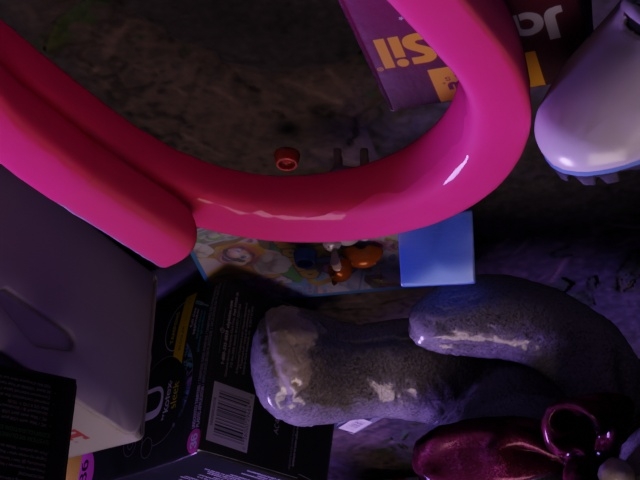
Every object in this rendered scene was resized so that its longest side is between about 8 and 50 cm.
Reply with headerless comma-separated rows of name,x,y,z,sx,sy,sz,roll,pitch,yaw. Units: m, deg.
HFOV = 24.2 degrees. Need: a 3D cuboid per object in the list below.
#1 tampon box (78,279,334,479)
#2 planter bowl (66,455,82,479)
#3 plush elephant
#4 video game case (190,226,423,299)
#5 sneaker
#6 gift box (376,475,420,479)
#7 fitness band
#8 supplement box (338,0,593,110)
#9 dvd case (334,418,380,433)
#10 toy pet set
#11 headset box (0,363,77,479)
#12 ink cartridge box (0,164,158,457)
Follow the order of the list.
tampon box,-0.076,0.114,1.007,0.101,0.120,0.161,23,149,-31
planter bowl,-0.148,0.191,1.151,0.217,0.090,0.217,-2,140,-2
plush elephant,0.159,0.150,0.858,0.330,0.272,0.255,-12,-173,-16
video game case,0.000,0.000,0.943,0.166,0.015,0.119,-6,146,11
sneaker,0.174,-0.122,0.624,0.237,0.085,0.086,-44,129,6
gift box,0.064,0.351,1.256,0.276,0.258,0.255,-8,147,1
fitness band,-0.034,-0.077,0.628,0.209,0.054,0.291,-25,143,24
supplement box,0.053,-0.148,0.650,0.104,0.081,0.188,-9,146,16
dvd case,0.003,0.110,1.115,0.119,0.013,0.087,23,142,-27
toy pet set,0.033,0.004,0.872,0.114,0.065,0.122,-2,148,6
headset box,-0.301,0.168,0.872,0.246,0.131,0.283,15,145,-19
ink cartridge box,-0.291,0.062,0.947,0.307,0.129,0.223,-17,142,27
